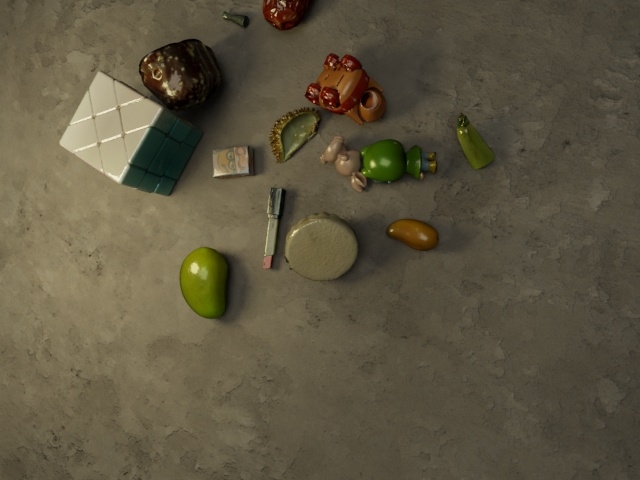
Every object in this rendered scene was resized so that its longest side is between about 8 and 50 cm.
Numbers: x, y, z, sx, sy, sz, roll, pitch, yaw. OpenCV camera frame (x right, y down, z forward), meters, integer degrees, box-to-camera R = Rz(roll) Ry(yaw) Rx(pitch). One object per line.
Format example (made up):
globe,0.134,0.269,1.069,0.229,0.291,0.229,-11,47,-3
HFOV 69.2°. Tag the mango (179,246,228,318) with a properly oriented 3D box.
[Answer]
mango,-0.447,0.160,1.768,0.186,0.149,0.272,5,92,11

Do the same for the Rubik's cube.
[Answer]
Rubik's cube,-0.709,-0.394,1.777,0.319,0.316,0.321,31,92,13

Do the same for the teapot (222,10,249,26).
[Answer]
teapot,-0.344,-0.894,1.867,0.111,0.043,0.042,23,92,17

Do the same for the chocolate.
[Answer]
chocolate,-0.505,-0.608,1.754,0.225,0.340,0.210,-27,102,33

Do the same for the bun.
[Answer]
bun,0.000,0.000,1.676,0.264,0.175,0.263,-2,120,-3

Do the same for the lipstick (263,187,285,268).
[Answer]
lipstick,-0.180,-0.043,1.770,0.051,0.051,0.311,7,90,12

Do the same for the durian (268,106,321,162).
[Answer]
durian,-0.110,-0.417,1.766,0.252,0.144,0.139,-42,116,1

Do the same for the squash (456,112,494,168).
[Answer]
squash,0.523,-0.353,1.617,0.090,0.075,0.200,-26,103,28

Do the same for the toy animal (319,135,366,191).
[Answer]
toy animal,0.106,-0.281,1.696,0.212,0.124,0.124,43,97,-9

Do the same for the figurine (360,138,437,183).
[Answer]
figurine,0.275,-0.279,1.640,0.264,0.143,0.162,0,76,2

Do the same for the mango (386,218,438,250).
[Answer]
mango,0.326,-0.024,1.636,0.184,0.085,0.102,18,95,23

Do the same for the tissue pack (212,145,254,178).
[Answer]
tissue pack,-0.340,-0.303,1.814,0.155,0.065,0.115,-3,88,12

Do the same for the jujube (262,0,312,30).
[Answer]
jujube,-0.117,-0.925,1.751,0.174,0.174,0.250,31,91,13

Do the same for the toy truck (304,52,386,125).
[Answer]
toy truck,0.103,-0.532,1.684,0.189,0.239,0.265,-58,36,4
